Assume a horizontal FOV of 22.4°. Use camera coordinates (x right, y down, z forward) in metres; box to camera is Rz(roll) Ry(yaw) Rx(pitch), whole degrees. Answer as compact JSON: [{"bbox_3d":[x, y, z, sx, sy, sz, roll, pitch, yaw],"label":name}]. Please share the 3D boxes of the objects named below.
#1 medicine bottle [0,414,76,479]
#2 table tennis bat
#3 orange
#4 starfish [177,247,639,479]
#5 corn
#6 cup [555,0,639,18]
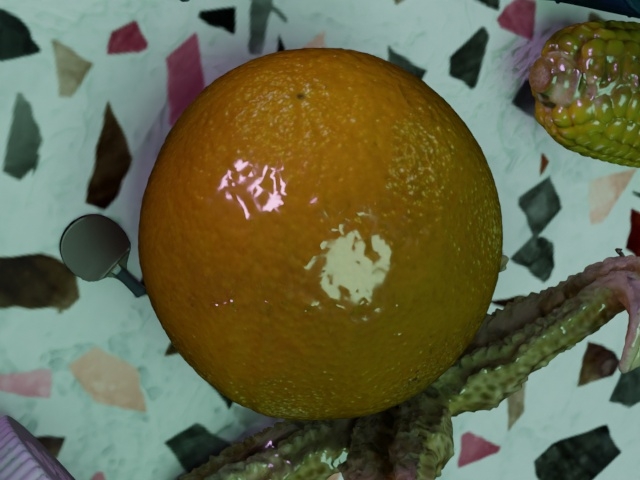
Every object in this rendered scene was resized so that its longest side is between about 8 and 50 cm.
[{"bbox_3d":[-0.281,0.282,1.168,0.291,0.178,0.178,-42,122,-7],"label":"medicine bottle"},{"bbox_3d":[-0.162,0.015,1.226,0.050,0.007,0.083,-46,120,-5],"label":"table tennis bat"},{"bbox_3d":[0.000,0.000,1.153,0.274,0.274,0.274,-10,113,-24],"label":"orange"},{"bbox_3d":[0.053,0.148,1.230,0.432,0.324,0.082,-35,106,-16],"label":"starfish"},{"bbox_3d":[0.322,-0.108,1.363,0.363,0.120,0.120,10,104,-33],"label":"corn"},{"bbox_3d":[0.206,-0.227,1.233,0.176,0.155,0.131,-28,119,-17],"label":"cup"}]
